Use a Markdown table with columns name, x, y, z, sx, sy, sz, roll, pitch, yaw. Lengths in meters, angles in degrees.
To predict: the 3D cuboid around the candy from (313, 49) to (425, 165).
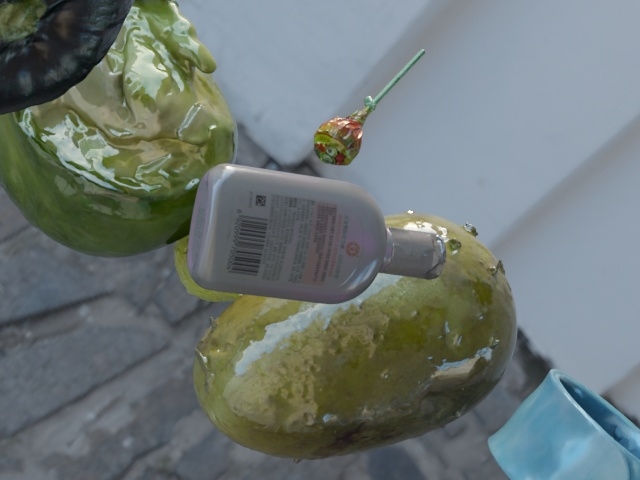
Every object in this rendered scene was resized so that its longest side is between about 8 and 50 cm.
| name | x | y | z | sx | sy | sz | roll | pitch | yaw |
| --- | --- | --- | --- | --- | --- | --- | --- | --- | --- |
| candy | 0.066 | -0.170 | 2.023 | 0.060 | 0.060 | 0.201 | 43 | 72 | -2 |

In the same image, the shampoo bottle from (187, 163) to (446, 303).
| name | x | y | z | sx | sy | sz | roll | pitch | yaw |
| --- | --- | --- | --- | --- | --- | --- | --- | --- | --- |
| shampoo bottle | 0.000 | 0.000 | 1.025 | 0.165 | 0.040 | 0.080 | 7 | 94 | -23 |

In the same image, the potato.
| name | x | y | z | sx | sy | sz | roll | pitch | yaw |
| --- | --- | --- | --- | --- | --- | --- | --- | --- | --- |
| potato | 0.036 | 0.120 | 1.779 | 0.359 | 0.269 | 0.219 | -23 | 48 | -11 |

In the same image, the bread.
| name | x | y | z | sx | sy | sz | roll | pitch | yaw |
| --- | --- | --- | --- | --- | --- | --- | --- | --- | --- |
| bread | -0.105 | 0.022 | 1.973 | 0.129 | 0.114 | 0.111 | -4 | 86 | -36 |

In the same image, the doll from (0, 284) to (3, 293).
| name | x | y | z | sx | sy | sz | roll | pitch | yaw |
| --- | --- | --- | --- | --- | --- | --- | --- | --- | --- |
| doll | -0.440 | 0.080 | 1.703 | 0.075 | 0.227 | 0.102 | 42 | 23 | -60 |

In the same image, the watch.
| name | x | y | z | sx | sy | sz | roll | pitch | yaw |
| --- | --- | --- | --- | --- | --- | --- | --- | --- | --- |
| watch | 0.245 | 0.207 | 1.388 | 0.211 | 0.211 | 0.193 | -19 | 54 | -42 |

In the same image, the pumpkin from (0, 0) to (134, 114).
| name | x | y | z | sx | sy | sz | roll | pitch | yaw |
| --- | --- | --- | --- | --- | --- | --- | --- | --- | --- |
| pumpkin | -0.317 | -0.273 | 1.501 | 0.315 | 0.315 | 0.238 | 5 | 39 | -33 |

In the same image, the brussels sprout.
| name | x | y | z | sx | sy | sz | roll | pitch | yaw |
| --- | --- | --- | --- | --- | --- | --- | --- | --- | --- |
| brussels sprout | -0.267 | -0.159 | 1.920 | 0.276 | 0.315 | 0.371 | -32 | 97 | -20 |
